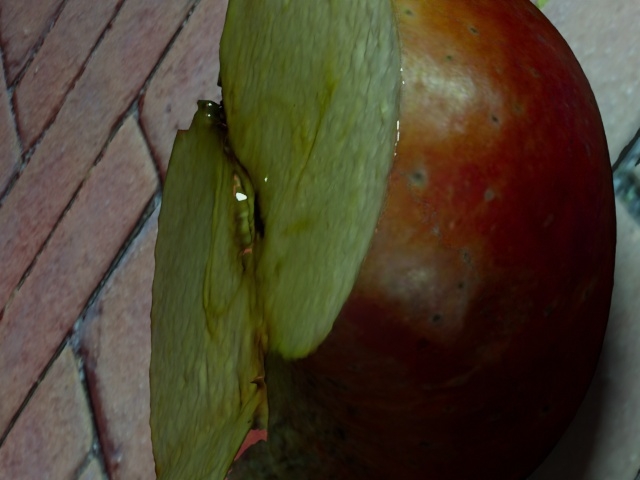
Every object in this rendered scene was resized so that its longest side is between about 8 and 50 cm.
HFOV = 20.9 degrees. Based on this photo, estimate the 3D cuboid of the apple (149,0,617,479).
[{"bbox_3d":[0.000,0.000,0.934,0.329,0.295,0.365,-27,36,10],"label":"apple"}]
